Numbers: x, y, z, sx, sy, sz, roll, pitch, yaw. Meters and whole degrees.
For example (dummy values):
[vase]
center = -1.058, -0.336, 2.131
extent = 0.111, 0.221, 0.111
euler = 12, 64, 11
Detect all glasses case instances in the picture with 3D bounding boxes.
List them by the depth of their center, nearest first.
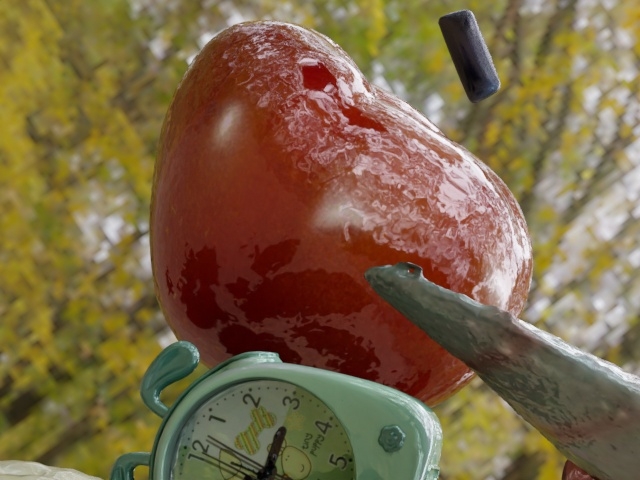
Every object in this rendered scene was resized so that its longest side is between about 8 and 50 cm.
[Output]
[glasses case]
center = 0.133, -0.165, 1.749
extent = 0.083, 0.033, 0.023
euler = 68, 19, -4

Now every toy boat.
[toy boat]
center = 0.150, 0.093, 1.060
extent = 0.282, 0.096, 0.206
euler = 40, -15, -20

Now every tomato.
[tomato]
center = 0.000, 0.000, 1.336
extent = 0.298, 0.226, 0.298
euler = 38, 3, -2

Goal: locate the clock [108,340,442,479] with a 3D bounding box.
[clock]
center = -0.030, 0.139, 1.166
extent = 0.188, 0.148, 0.060
euler = 21, -1, 14

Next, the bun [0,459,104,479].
[bun]
center = -0.188, 0.223, 0.766
extent = 0.227, 0.352, 0.349
euler = 63, 1, -29
